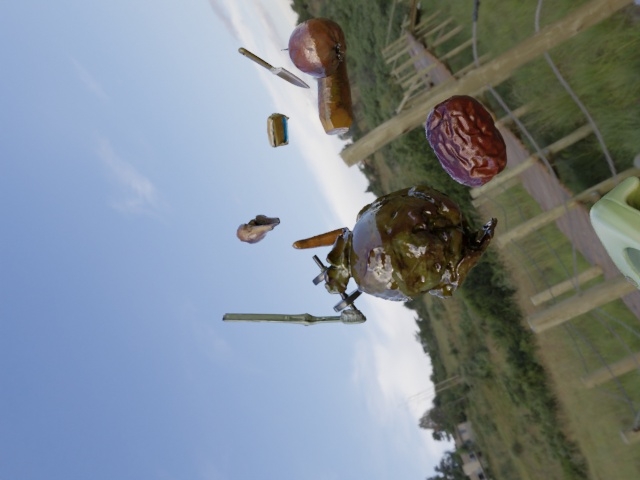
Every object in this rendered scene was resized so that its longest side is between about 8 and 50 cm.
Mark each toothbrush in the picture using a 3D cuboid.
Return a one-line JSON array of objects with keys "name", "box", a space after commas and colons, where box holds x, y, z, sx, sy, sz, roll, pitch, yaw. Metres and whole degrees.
[{"name": "toothbrush", "box": [-0.056, 0.153, 0.875, 0.026, 0.295, 0.028, -78, -20, -51]}]

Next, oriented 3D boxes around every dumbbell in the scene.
[{"name": "dumbbell", "box": [0.070, 0.192, 1.851, 0.325, 0.143, 0.143, 52, -166, 5]}]

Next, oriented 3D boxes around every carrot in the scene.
[{"name": "carrot", "box": [0.039, -0.493, 1.411, 0.114, 0.114, 0.301, 2, -98, -74]}, {"name": "carrot", "box": [0.000, 0.000, 1.501, 0.061, 0.210, 0.061, 169, 90, -67]}]

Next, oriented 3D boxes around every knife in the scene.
[{"name": "knife", "box": [-0.115, -0.449, 1.175, 0.256, 0.046, 0.021, 10, -94, -52]}]

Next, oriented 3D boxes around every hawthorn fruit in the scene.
[{"name": "hawthorn fruit", "box": [-0.027, -0.499, 1.147, 0.149, 0.189, 0.149, 3, -90, -83]}]

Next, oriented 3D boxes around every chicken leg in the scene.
[{"name": "chicken leg", "box": [0.155, -0.025, 0.671, 0.361, 0.212, 0.140, -40, -47, -56]}]

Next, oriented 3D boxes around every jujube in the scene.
[{"name": "jujube", "box": [0.392, -0.268, 1.197, 0.250, 0.174, 0.174, 55, -166, -1]}]

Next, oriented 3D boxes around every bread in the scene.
[{"name": "bread", "box": [-0.140, -0.356, 1.424, 0.053, 0.072, 0.105, 30, 131, 45]}]

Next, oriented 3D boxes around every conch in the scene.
[{"name": "conch", "box": [-0.207, -0.037, 1.481, 0.080, 0.233, 0.086, 34, -135, -46]}]

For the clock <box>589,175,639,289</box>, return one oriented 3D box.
[{"name": "clock", "box": [0.657, 0.055, 0.759, 0.286, 0.117, 0.348, 41, -169, -31]}]
